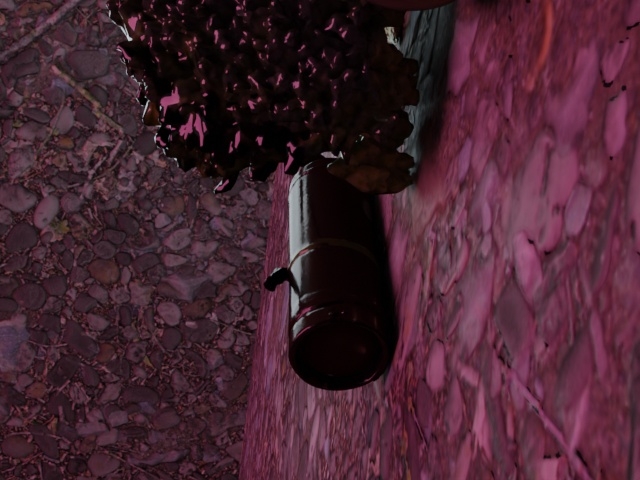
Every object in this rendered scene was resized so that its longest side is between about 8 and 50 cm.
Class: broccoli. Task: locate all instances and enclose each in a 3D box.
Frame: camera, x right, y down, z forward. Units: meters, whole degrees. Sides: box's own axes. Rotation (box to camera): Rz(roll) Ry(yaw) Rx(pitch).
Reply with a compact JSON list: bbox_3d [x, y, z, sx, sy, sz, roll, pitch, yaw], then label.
[{"bbox_3d":[-0.035,-0.205,0.875,0.281,0.294,0.347,46,-128,-64],"label":"broccoli"}]

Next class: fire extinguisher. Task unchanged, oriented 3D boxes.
[{"bbox_3d":[0.000,0.000,0.971,0.105,0.141,0.341,-44,28,26],"label":"fire extinguisher"}]

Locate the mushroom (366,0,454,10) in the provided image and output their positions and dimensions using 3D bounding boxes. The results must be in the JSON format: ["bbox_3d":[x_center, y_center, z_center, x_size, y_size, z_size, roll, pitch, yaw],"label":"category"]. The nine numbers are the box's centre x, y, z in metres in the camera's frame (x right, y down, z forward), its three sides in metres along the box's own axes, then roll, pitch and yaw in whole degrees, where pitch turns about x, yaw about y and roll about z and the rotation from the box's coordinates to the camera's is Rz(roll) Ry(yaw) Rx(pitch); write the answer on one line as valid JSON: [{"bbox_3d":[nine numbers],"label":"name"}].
[{"bbox_3d":[0.054,-0.272,0.628,0.226,0.178,0.226,-13,-90,-74],"label":"mushroom"}]

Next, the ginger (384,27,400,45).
[{"bbox_3d":[0.068,-0.271,1.000,0.057,0.044,0.137,74,-164,-57],"label":"ginger"}]
